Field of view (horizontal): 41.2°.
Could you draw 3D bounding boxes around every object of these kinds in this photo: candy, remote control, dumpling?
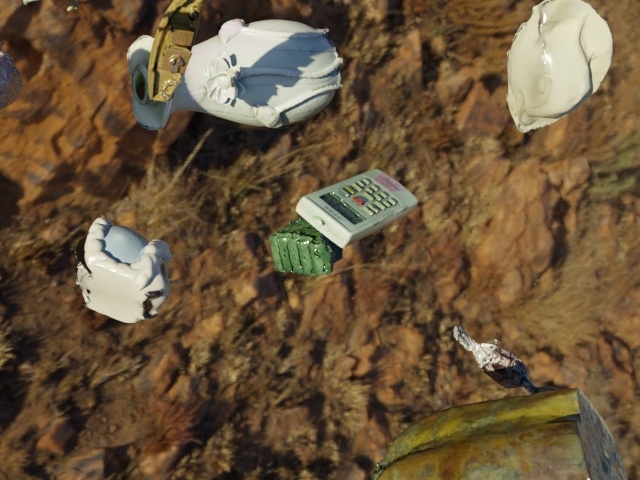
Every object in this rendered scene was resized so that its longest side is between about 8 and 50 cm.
[{"bbox_3d":[0.295,0.212,1.365,0.226,0.094,0.051,41,67,-3],"label":"candy"},{"bbox_3d":[0.091,-0.080,1.910,0.145,0.050,0.344,39,32,16],"label":"remote control"},{"bbox_3d":[0.407,-0.289,1.433,0.172,0.247,0.142,-6,42,-12],"label":"dumpling"}]

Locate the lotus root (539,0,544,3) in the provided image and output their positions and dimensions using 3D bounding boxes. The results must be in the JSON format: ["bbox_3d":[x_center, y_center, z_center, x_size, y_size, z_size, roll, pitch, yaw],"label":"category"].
[{"bbox_3d":[0.399,-0.457,1.555,0.037,0.030,0.083,47,22,8],"label":"lotus root"}]

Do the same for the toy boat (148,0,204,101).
[{"bbox_3d":[-0.235,-0.310,1.369,0.064,0.206,0.072,6,46,-26],"label":"toy boat"}]

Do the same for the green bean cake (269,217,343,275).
[{"bbox_3d":[0.000,0.000,2.095,0.208,0.193,0.107,-30,112,-41],"label":"green bean cake"}]

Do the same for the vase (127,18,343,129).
[{"bbox_3d":[-0.186,-0.347,1.812,0.445,0.250,0.250,-13,85,-36],"label":"vase"}]

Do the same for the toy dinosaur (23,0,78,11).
[{"bbox_3d":[-0.344,-0.307,1.029,0.180,0.058,0.037,-99,174,-86],"label":"toy dinosaur"}]

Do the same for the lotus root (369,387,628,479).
[{"bbox_3d":[0.231,0.343,1.156,0.250,0.346,0.251,43,39,-50],"label":"lotus root"}]

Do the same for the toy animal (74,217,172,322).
[{"bbox_3d":[-0.397,0.055,1.737,0.204,0.208,0.156,19,57,-4],"label":"toy animal"}]

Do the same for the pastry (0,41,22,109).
[{"bbox_3d":[-0.588,-0.289,1.509,0.112,0.265,0.103,33,74,-4],"label":"pastry"}]
